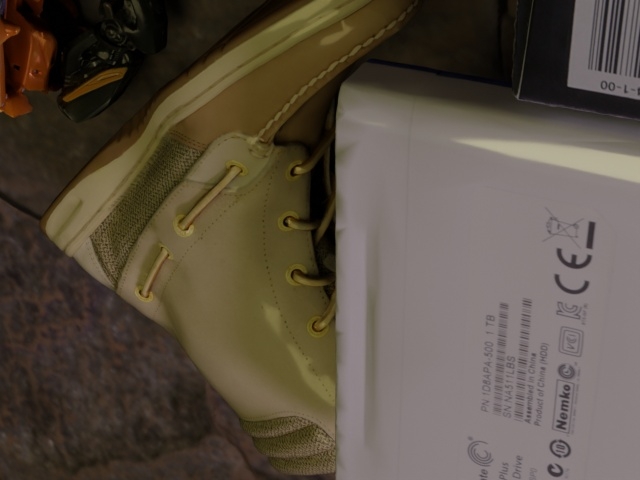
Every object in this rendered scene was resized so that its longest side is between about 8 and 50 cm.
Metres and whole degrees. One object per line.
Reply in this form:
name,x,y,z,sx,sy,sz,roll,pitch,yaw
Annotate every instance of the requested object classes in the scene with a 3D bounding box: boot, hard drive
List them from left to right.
boot,0.000,0.000,0.605,0.203,0.095,0.262,49,130,-5
hard drive,0.158,0.059,0.472,0.318,0.040,0.210,13,123,22

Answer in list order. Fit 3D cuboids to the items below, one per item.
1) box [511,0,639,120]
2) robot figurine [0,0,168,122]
box,0.202,-0.117,0.397,0.247,0.142,0.163,14,125,23
robot figurine,-0.160,-0.186,0.588,0.211,0.085,0.291,26,127,14
